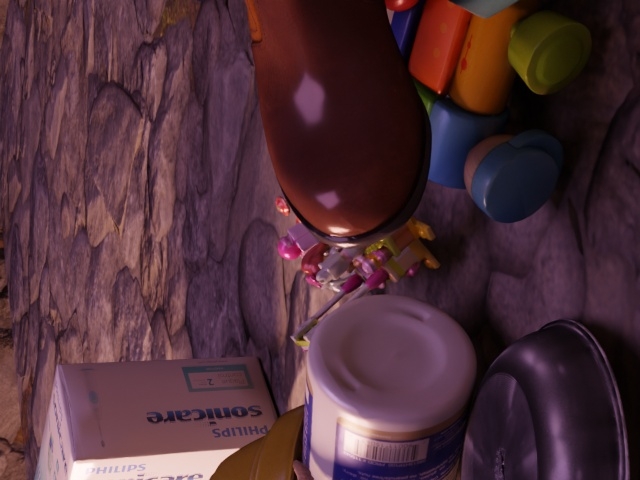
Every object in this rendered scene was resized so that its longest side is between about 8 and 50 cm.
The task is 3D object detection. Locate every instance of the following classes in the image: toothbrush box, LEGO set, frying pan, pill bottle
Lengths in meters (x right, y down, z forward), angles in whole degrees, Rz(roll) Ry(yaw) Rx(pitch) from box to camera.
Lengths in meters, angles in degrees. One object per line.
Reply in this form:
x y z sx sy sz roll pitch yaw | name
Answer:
-0.184 0.266 1.224 0.126 0.216 0.295 -113 31 -41 | toothbrush box
0.000 0.000 0.809 0.132 0.107 0.287 44 169 19 | LEGO set
0.135 0.167 0.625 0.326 0.053 0.197 -109 27 -68 | frying pan
0.043 0.138 0.809 0.186 0.112 0.112 93 161 -44 | pill bottle

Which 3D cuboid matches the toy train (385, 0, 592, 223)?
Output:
0.109 -0.143 0.703 0.143 0.105 0.248 48 134 44 | toy train

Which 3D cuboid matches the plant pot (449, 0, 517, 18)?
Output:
0.119 -0.245 0.551 0.234 0.166 0.165 -20 69 37 | plant pot

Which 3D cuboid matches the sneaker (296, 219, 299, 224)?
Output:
0.003 -0.044 1.009 0.118 0.042 0.067 108 156 -52 | sneaker

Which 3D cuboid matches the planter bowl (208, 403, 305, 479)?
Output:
-0.039 0.228 0.907 0.217 0.090 0.217 -2 -90 -77 | planter bowl

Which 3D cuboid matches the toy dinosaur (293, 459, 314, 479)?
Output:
0.050 0.242 0.672 0.295 0.200 0.127 -115 28 -68 | toy dinosaur

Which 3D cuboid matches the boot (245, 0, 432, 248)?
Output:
-0.029 -0.161 0.565 0.280 0.096 0.264 52 -146 -56 | boot
